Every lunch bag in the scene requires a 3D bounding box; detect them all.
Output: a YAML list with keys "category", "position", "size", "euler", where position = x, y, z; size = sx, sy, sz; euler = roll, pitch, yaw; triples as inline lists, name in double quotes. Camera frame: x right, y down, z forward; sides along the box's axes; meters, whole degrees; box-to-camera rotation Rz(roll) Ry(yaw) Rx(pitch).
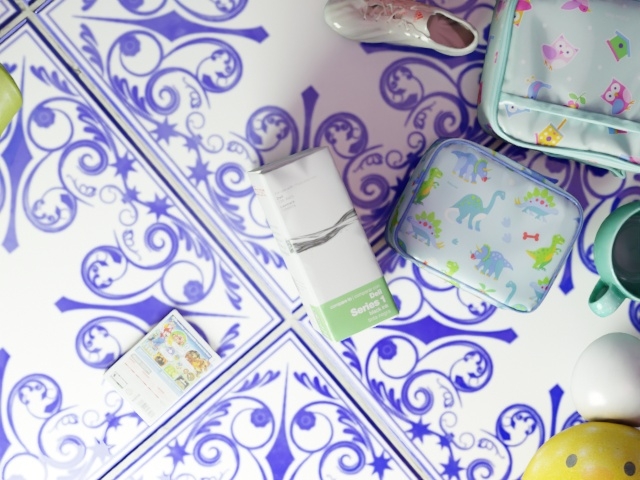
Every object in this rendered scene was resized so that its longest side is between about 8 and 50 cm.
- category: "lunch bag"
  position: [0.206, -0.022, 1.712]
  size: [0.219, 0.090, 0.176]
  euler: [26, 90, -8]
- category: "lunch bag"
  position: [0.344, -0.198, 1.711]
  size: [0.279, 0.108, 0.224]
  euler: [11, 92, -8]

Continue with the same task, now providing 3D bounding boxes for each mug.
- category: "mug"
  position: [0.399, 0.017, 1.735]
  size: [0.158, 0.097, 0.129]
  euler: [-14, 95, -6]

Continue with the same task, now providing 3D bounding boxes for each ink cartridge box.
- category: "ink cartridge box"
  position: [0.000, 0.000, 1.650]
  size: [0.092, 0.160, 0.219]
  euler: [-23, 96, -7]

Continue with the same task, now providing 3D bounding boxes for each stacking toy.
- category: "stacking toy"
  position: [0.338, 0.346, 1.685]
  size: [0.350, 0.350, 0.480]
  euler: [9, 74, -8]

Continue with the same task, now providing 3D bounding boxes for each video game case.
- category: "video game case"
  position: [-0.197, 0.158, 1.708]
  size: [0.122, 0.011, 0.087]
  euler: [-43, 97, -3]

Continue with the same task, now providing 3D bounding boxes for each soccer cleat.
- category: "soccer cleat"
  position: [0.103, -0.271, 1.691]
  size: [0.196, 0.076, 0.068]
  euler: [11, 92, -8]

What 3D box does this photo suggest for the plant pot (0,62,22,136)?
- category: "plant pot"
  position: [-0.525, -0.100, 1.505]
  size: [0.366, 0.366, 0.353]
  euler: [40, 76, -8]
